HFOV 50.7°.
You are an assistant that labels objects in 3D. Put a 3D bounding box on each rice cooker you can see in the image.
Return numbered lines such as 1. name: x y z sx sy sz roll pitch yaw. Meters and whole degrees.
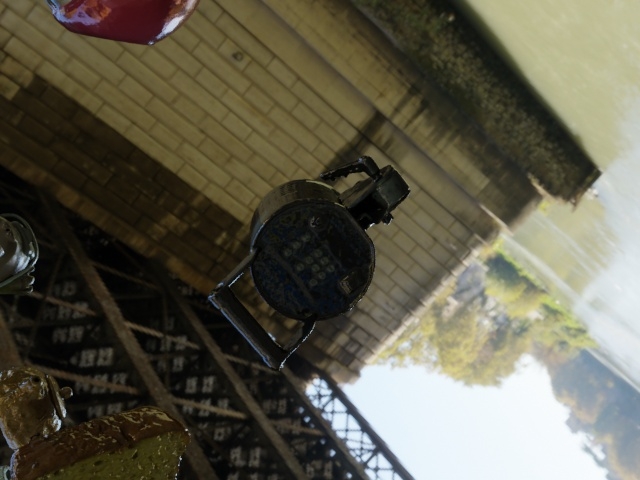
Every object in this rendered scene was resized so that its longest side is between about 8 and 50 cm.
1. rice cooker: -0.676 0.027 1.342 0.145 0.206 0.127 62 171 11

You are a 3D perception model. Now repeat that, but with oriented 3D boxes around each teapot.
1. teapot: -0.687 0.401 1.643 0.203 0.167 0.311 62 156 24

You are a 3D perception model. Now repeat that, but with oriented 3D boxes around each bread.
1. bread: -0.226 0.233 0.686 0.065 0.103 0.187 34 -149 34

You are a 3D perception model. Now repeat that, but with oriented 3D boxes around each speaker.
1. speaker: -0.319 -0.455 1.042 0.294 0.294 0.294 40 -173 -6

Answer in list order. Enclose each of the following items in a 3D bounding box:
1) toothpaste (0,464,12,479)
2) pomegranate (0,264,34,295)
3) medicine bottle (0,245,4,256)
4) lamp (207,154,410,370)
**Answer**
1. toothpaste: -0.590 0.393 0.979 0.075 0.296 0.048 70 179 -59
2. pomegranate: -0.861 0.123 1.620 0.242 0.242 0.306 45 -169 30
3. medicine bottle: -0.549 0.032 1.051 0.058 0.091 0.058 27 148 19
4. lamp: -0.030 0.015 1.174 0.205 0.374 0.272 50 166 -14
